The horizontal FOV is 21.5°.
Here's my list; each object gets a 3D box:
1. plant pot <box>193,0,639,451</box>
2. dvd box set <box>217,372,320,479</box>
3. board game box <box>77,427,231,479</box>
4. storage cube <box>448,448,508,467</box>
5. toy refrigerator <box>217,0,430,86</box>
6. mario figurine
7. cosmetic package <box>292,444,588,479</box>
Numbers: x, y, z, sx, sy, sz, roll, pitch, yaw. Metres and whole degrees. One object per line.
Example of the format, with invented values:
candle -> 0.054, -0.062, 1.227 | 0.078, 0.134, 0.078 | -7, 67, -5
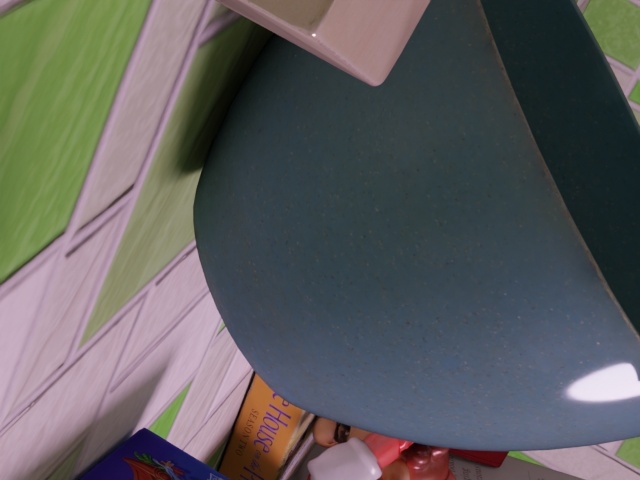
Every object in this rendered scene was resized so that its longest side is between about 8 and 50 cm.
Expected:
plant pot -> 0.053, -0.012, 0.852 | 0.195, 0.290, 0.290 | -26, -176, 20
dvd box set -> 0.019, 0.076, 1.609 | 0.307, 0.062, 0.420 | -54, 171, -38
board game box -> -0.180, 0.268, 0.961 | 0.233, 0.078, 0.347 | -62, 172, 17
storage cube -> 0.152, 0.109, 1.912 | 0.215, 0.184, 0.193 | -104, -143, -61
toy refrigerator -> 0.038, -0.197, 0.576 | 0.269, 0.094, 0.102 | -61, 166, 4
mario figurine -> 0.058, 0.130, 1.535 | 0.198, 0.170, 0.320 | 1, 116, -39
cosmetic package -> 0.100, 0.429, 1.858 | 0.327, 0.394, 0.329 | -90, -161, -64
